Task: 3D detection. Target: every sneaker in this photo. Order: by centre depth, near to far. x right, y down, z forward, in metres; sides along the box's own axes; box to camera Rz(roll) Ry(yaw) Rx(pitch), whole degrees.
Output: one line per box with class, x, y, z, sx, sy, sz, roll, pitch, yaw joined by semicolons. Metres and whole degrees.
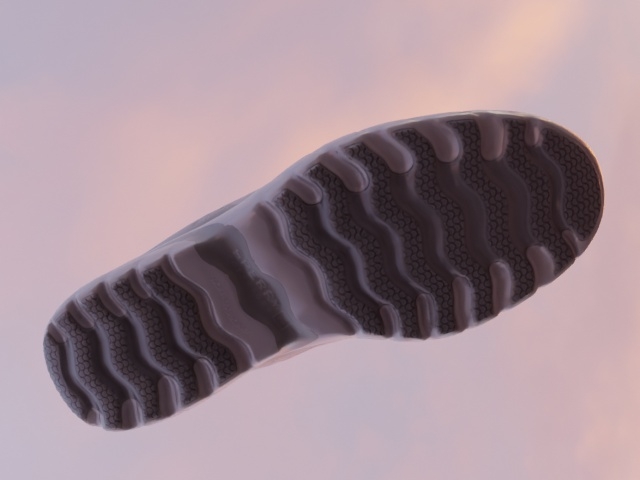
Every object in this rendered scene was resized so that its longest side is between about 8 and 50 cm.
sneaker;0.000;0.000;0.762;0.115;0.281;0.105;-61;-48;-73
